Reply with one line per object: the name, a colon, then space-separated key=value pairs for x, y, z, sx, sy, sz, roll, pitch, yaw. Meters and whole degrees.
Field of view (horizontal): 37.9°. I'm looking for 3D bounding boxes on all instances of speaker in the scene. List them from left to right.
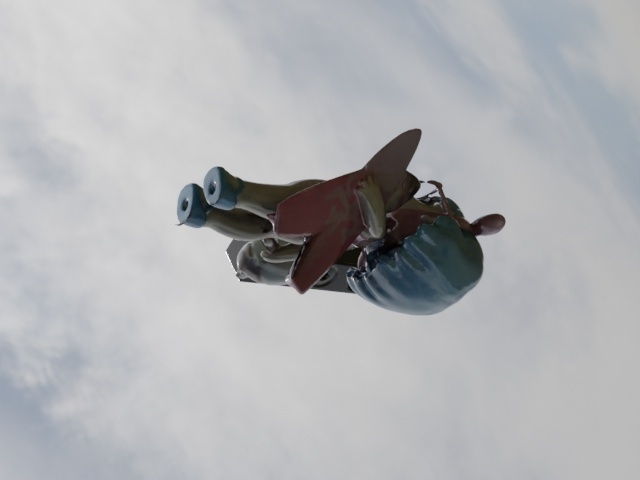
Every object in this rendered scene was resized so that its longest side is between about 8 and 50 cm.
speaker: x=-0.005 y=0.023 z=0.968 sx=0.191 sy=0.040 sz=0.046 roll=8 pitch=-142 yaw=-38

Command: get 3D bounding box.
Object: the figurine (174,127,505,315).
figurine: x=0.006 y=0.008 z=0.716 sx=0.260 sy=0.205 sz=0.103 roll=11 pitch=-128 yaw=-37
